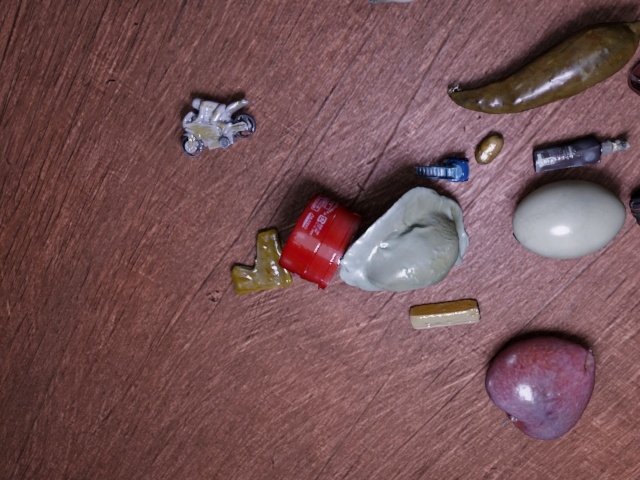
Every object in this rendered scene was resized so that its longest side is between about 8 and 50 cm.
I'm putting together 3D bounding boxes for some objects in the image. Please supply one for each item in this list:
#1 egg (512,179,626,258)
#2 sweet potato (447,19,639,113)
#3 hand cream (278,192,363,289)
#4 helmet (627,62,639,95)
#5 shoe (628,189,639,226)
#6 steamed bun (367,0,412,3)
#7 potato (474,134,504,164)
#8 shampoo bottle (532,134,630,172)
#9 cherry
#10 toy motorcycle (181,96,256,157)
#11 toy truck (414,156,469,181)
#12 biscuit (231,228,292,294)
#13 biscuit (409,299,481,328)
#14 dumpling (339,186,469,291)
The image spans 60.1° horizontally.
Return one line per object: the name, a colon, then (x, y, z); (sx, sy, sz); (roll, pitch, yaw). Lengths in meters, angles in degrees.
egg: (0.583, -0.050, 1.308); (0.253, 0.186, 0.187); (-12, 105, 17)
sweet potato: (0.507, -0.373, 1.256); (0.422, 0.130, 0.131); (-19, 104, 25)
hand cream: (0.000, 0.000, 1.427); (0.149, 0.230, 0.230); (31, 111, 1)
helmet: (0.750, -0.359, 1.238); (0.111, 0.057, 0.089); (-38, 55, 16)
shoe: (0.927, -0.072, 1.236); (0.384, 0.171, 0.237); (-26, 94, 20)
steamed bun: (0.131, -0.640, 1.232); (0.217, 0.144, 0.211); (-9, 117, -18)
potato: (0.415, -0.224, 1.363); (0.051, 0.040, 0.083); (34, 113, -14)
shampoo bottle: (0.616, -0.208, 1.315); (0.207, 0.063, 0.057); (-11, 117, 14)
cherry: (0.571, 0.373, 1.440); (0.307, 0.221, 0.261); (-43, 104, 8)
toy motorcycle: (-0.283, -0.312, 1.462); (0.228, 0.074, 0.151); (-17, 100, 19)
toy truck: (0.308, -0.177, 1.394); (0.136, 0.074, 0.063); (13, 115, 51)
biscuit: (-0.181, 0.067, 1.584); (0.183, 0.039, 0.174); (-15, 106, 15)
biscuit: (0.341, 0.205, 1.517); (0.187, 0.052, 0.056); (-8, 123, 14)
dumpling: (0.235, 0.022, 1.369); (0.212, 0.320, 0.270); (46, 128, 9)
